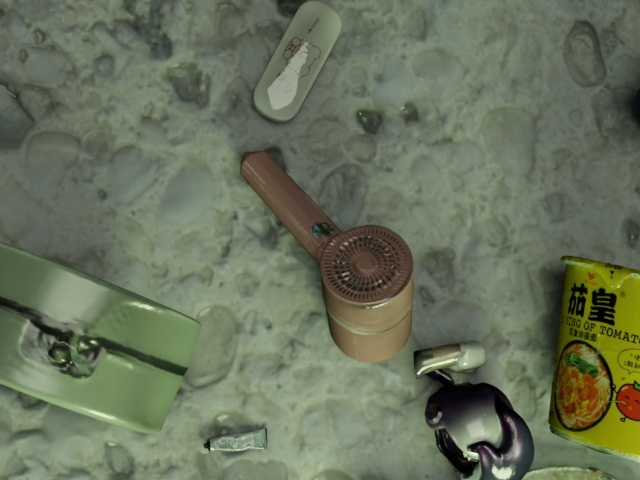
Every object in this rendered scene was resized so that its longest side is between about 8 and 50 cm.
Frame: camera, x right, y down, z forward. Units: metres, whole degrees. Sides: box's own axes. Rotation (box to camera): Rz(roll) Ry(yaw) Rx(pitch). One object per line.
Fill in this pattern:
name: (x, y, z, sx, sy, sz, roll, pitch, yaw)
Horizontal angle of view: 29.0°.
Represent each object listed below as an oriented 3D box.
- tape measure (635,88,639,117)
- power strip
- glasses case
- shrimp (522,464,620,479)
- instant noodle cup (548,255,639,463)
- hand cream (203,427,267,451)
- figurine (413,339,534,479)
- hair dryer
tape measure: (0.607, -0.196, 1.837, 0.262, 0.259, 0.138, 38, 78, 1)
power strip: (-0.328, 0.117, 1.582, 0.357, 0.357, 0.161, 22, 83, -7)
glasses case: (-0.034, -0.265, 1.833, 0.074, 0.049, 0.193, 29, 81, -6)
shrimp: (0.286, 0.436, 1.787, 0.445, 0.110, 0.221, 2, 77, -13)
instant noodle cup: (0.470, 0.177, 1.753, 0.325, 0.325, 0.254, 14, 91, -8)
hand cream: (-0.122, 0.289, 1.775, 0.093, 0.019, 0.030, -3, 82, -17)
figurine: (0.226, 0.250, 1.774, 0.145, 0.145, 0.222, -14, 79, -11)
hair dryer: (0.000, 0.000, 1.766, 0.125, 0.210, 0.352, -35, 66, -13)
